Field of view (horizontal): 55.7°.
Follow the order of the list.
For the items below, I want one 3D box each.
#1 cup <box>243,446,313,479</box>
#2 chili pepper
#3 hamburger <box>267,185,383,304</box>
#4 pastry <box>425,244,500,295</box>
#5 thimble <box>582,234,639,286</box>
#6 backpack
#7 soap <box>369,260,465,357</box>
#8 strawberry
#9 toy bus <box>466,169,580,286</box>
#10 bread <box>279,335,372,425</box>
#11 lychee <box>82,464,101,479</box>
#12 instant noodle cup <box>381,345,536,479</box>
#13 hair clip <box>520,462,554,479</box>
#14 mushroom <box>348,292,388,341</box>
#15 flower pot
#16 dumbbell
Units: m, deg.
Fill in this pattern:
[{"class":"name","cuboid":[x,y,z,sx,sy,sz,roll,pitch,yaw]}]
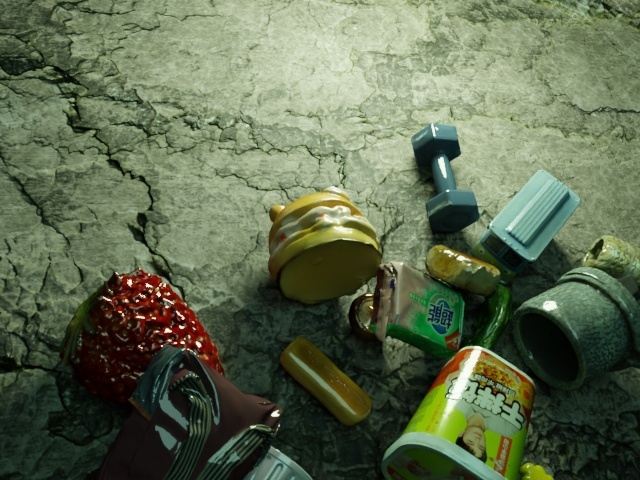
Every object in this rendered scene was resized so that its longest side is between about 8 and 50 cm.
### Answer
[{"class":"cup","cuboid":[-0.150,0.521,1.212,0.202,0.221,0.166,-53,123,-30]},{"class":"chili pepper","cuboid":[0.437,0.217,1.568,0.083,0.099,0.253,39,57,-2]},{"class":"hamburger","cuboid":[0.000,0.000,1.496,0.277,0.276,0.236,-3,49,-17]},{"class":"pastry","cuboid":[0.368,0.081,1.585,0.193,0.182,0.093,26,96,31]},{"class":"thimble","cuboid":[0.845,0.069,1.733,0.144,0.190,0.137,26,95,9]},{"class":"backpack","cuboid":[-0.242,0.379,1.071,0.283,0.197,0.317,39,66,-22]},{"class":"soap","cuboid":[0.233,0.174,1.468,0.273,0.098,0.217,28,65,-38]},{"class":"strawberry","cuboid":[-0.357,0.226,1.281,0.343,0.292,0.292,39,54,-20]},{"class":"toy bus","cuboid":[0.567,-0.036,1.702,0.152,0.190,0.312,42,58,11]},{"class":"bread","cuboid":[0.010,0.329,1.398,0.239,0.074,0.093,42,42,10]},{"class":"lychee","cuboid":[-0.377,0.497,1.149,0.171,0.171,0.171,7,58,-11]},{"class":"instant noodle cup","cuboid":[0.324,0.420,1.334,0.294,0.293,0.308,33,49,6]},{"class":"hair clip","cuboid":[0.529,0.593,1.397,0.072,0.046,0.173,-24,67,-31]},{"class":"mushroom","cuboid":[0.126,0.189,1.507,0.127,0.087,0.127,9,55,-14]},{"class":"flower pot","cuboid":[0.679,0.227,1.521,0.283,0.299,0.299,-24,68,-22]},{"class":"dumbbell","cuboid":[0.359,-0.185,1.764,0.144,0.156,0.316,21,51,-39]}]
